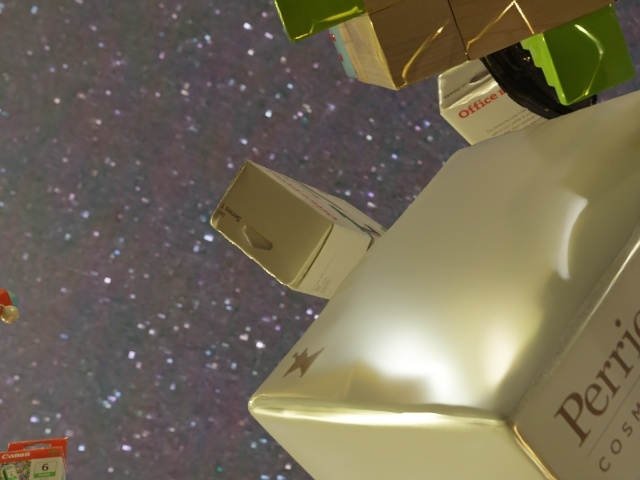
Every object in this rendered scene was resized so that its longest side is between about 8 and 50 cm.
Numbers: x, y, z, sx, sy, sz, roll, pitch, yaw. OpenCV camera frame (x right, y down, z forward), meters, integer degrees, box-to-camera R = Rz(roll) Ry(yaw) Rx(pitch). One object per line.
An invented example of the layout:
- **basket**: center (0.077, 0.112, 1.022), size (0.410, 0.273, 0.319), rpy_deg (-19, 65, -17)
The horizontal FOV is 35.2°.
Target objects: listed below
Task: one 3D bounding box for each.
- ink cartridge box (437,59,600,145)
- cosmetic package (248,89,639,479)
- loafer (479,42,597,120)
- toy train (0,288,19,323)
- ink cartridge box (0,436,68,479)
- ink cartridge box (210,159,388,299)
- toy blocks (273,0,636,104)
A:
- **ink cartridge box**: center (0.271, -0.168, 1.325), size (0.148, 0.203, 0.085), rpy_deg (-30, -144, 28)
- **cosmetic package**: center (0.230, 0.145, 0.795), size (0.329, 0.393, 0.327), rpy_deg (-50, -162, -25)
- **loafer**: center (0.194, -0.202, 1.001), size (0.076, 0.223, 0.078), rpy_deg (-52, -173, -35)
- **toy train**: center (-0.292, 0.058, 0.680), size (0.125, 0.166, 0.046), rpy_deg (-10, -79, 29)
- **ink cartridge box**: center (-0.277, 0.222, 0.966), size (0.115, 0.063, 0.029), rpy_deg (-104, -169, -56)
- **ink cartridge box**: center (0.000, 0.000, 1.209), size (0.160, 0.219, 0.092), rpy_deg (36, -81, 33)
- **toy blocks**: center (0.143, -0.211, 0.719), size (0.382, 0.190, 0.261), rpy_deg (-23, -167, -3)
